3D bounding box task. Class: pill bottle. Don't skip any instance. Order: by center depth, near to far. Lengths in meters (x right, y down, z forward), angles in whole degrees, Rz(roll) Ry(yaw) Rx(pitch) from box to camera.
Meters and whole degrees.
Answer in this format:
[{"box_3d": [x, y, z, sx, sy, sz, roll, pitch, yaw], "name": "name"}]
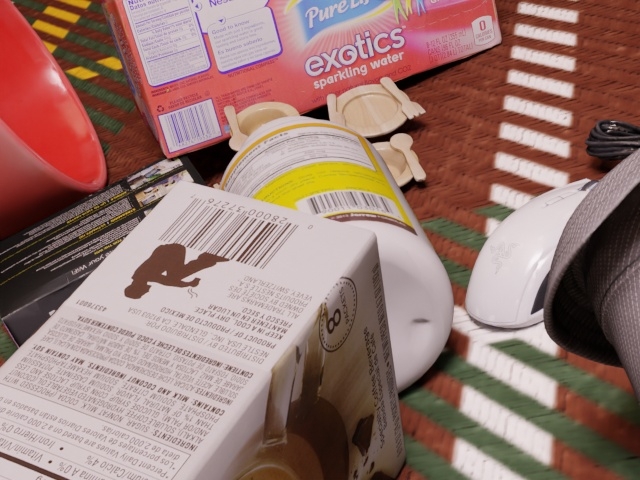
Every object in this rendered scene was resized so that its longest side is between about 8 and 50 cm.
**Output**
[{"box_3d": [0.000, 0.000, 0.781, 0.117, 0.117, 0.215, -25, 29, 2], "name": "pill bottle"}]

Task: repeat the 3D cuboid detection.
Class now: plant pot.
[{"box_3d": [-0.360, -0.090, 1.083, 0.243, 0.275, 0.275, -32, 28, 9], "name": "plant pot"}]

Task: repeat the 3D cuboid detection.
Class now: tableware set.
[{"box_3d": [0.000, -0.070, 0.951, 0.169, 0.020, 0.141, -12, 43, -2], "name": "tableware set"}]

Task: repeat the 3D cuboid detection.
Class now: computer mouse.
[{"box_3d": [0.159, -0.019, 0.765, 0.193, 0.042, 0.106, -39, 33, -24], "name": "computer mouse"}]

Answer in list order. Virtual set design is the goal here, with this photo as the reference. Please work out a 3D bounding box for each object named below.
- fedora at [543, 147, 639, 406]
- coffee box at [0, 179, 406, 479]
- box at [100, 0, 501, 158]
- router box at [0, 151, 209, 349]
[{"box_3d": [0.231, 0.027, 0.502, 0.276, 0.243, 0.124, -17, 59, 10], "name": "fedora"}, {"box_3d": [-0.083, 0.134, 0.556, 0.119, 0.168, 0.297, 15, 47, 26], "name": "coffee box"}, {"box_3d": [-0.023, -0.202, 1.050, 0.300, 0.154, 0.142, -21, 28, -10], "name": "box"}, {"box_3d": [-0.161, 0.007, 0.967, 0.179, 0.046, 0.133, -28, 28, -6], "name": "router box"}]
